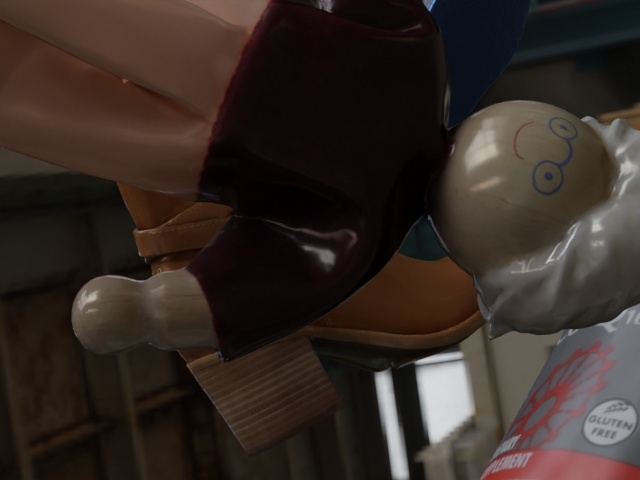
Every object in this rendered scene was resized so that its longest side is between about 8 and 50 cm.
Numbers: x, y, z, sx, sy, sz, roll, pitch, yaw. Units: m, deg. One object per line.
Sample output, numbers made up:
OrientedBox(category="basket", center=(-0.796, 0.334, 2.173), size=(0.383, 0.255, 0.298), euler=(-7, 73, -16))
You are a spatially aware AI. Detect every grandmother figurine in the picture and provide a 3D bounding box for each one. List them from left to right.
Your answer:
OrientedBox(category="grandmother figurine", center=(-0.030, -0.050, 0.538), size=(0.104, 0.342, 0.207), euler=(117, 173, -75))

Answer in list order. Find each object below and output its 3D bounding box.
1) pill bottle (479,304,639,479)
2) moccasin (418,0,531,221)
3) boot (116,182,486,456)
OrientedBox(category="pill bottle", center=(0.244, 0.067, 0.815), size=(0.363, 0.210, 0.210), euler=(-56, -42, -27))
OrientedBox(category="moccasin", center=(0.094, -0.171, 1.514), size=(0.138, 0.117, 0.342), euler=(37, -102, -31))
OrientedBox(category="boot", center=(0.000, 0.000, 1.065), size=(0.283, 0.109, 0.220), euler=(-26, -92, -29))
